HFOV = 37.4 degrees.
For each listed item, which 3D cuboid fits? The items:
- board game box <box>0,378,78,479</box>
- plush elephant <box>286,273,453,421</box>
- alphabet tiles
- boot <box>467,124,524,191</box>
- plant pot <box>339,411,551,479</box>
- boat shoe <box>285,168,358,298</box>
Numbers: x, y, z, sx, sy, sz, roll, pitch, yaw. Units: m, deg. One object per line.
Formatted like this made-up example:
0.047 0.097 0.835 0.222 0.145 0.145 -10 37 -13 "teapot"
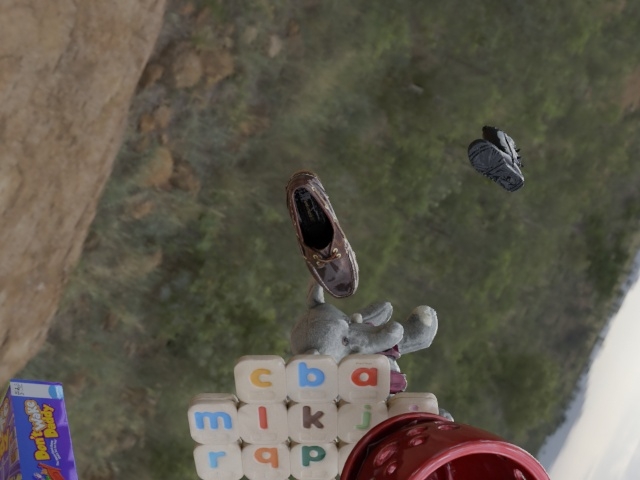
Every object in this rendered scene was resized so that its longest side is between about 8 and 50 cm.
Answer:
-0.443 0.400 1.334 0.078 0.233 0.347 11 124 -32 "board game box"
0.054 0.193 1.605 0.255 0.330 0.272 72 18 -56 "plush elephant"
-0.008 0.230 1.101 0.021 0.284 0.278 -88 177 -51 "alphabet tiles"
0.257 -0.135 1.403 0.045 0.121 0.099 -36 -145 30 "boot"
0.118 0.269 0.953 0.191 0.191 0.174 -63 -160 -2 "plant pot"
0.000 0.000 1.371 0.073 0.073 0.207 -94 160 -70 "boat shoe"
